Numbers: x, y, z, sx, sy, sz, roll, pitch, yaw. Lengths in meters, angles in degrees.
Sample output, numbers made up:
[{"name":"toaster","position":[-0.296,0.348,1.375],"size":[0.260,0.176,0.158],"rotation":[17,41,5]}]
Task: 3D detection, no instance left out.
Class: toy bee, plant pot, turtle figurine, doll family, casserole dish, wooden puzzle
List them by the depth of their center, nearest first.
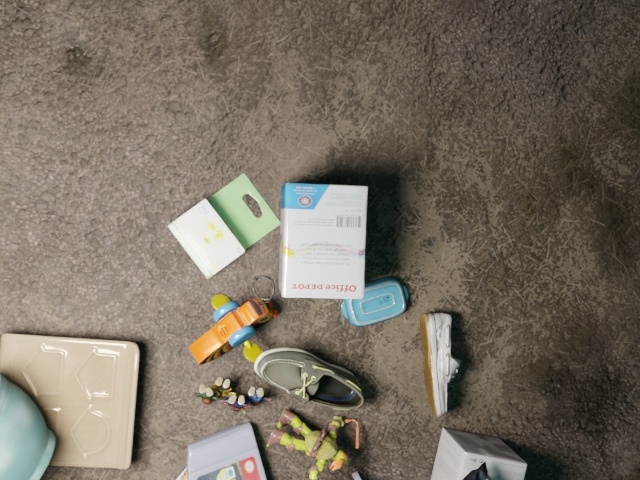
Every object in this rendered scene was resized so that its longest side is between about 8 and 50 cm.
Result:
[{"name":"plant pot","position":[-0.728,0.470,1.289],"size":[0.293,0.293,0.196],"rotation":[-48,119,-2]},{"name":"wooden puzzle","position":[-0.629,0.397,1.448],"size":[0.347,0.080,0.322],"rotation":[5,92,-2]},{"name":"toy bee","position":[-0.181,0.210,1.459],"size":[0.298,0.162,0.195],"rotation":[-21,79,25]},{"name":"turtle figurine","position":[-0.021,0.528,1.464],"size":[0.217,0.087,0.269],"rotation":[23,49,9]},{"name":"doll family","position":[-0.222,0.398,1.479],"size":[0.193,0.111,0.076],"rotation":[19,57,5]},{"name":"casserole dish","position":[0.149,0.166,1.542],"size":[0.188,0.037,0.114],"rotation":[-16,95,-6]}]

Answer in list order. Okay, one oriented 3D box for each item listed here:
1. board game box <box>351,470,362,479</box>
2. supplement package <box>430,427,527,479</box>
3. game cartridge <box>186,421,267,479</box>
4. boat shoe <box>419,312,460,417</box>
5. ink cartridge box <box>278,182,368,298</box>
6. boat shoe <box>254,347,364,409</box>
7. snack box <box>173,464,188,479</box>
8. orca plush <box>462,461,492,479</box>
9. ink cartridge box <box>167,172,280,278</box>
[{"name":"board game box","position":[0.117,0.673,1.535],"size":[0.020,0.090,0.090],"rotation":[-26,96,-8]},{"name":"supplement package","position":[0.396,0.677,1.523],"size":[0.175,0.177,0.293],"rotation":[13,92,-7]},{"name":"game cartridge","position":[-0.234,0.642,1.492],"size":[0.196,0.060,0.294],"rotation":[-16,94,-15]},{"name":"boat shoe","position":[0.327,0.330,1.539],"size":[0.096,0.098,0.277],"rotation":[-4,92,-5]},{"name":"ink cartridge box","position":[0.000,0.000,1.435],"size":[0.198,0.197,0.270],"rotation":[2,92,-8]},{"name":"boat shoe","position":[-0.021,0.353,1.459],"size":[0.305,0.091,0.109],"rotation":[23,99,-26]},{"name":"snack box","position":[-0.339,0.624,1.515],"size":[0.064,0.022,0.178],"rotation":[42,88,-8]},{"name":"orca plush","position":[0.401,0.688,1.385],"size":[0.102,0.151,0.287],"rotation":[-25,100,26]},{"name":"ink cartridge box","position":[-0.242,-0.039,1.480],"size":[0.235,0.056,0.171],"rotation":[-36,96,-2]}]
